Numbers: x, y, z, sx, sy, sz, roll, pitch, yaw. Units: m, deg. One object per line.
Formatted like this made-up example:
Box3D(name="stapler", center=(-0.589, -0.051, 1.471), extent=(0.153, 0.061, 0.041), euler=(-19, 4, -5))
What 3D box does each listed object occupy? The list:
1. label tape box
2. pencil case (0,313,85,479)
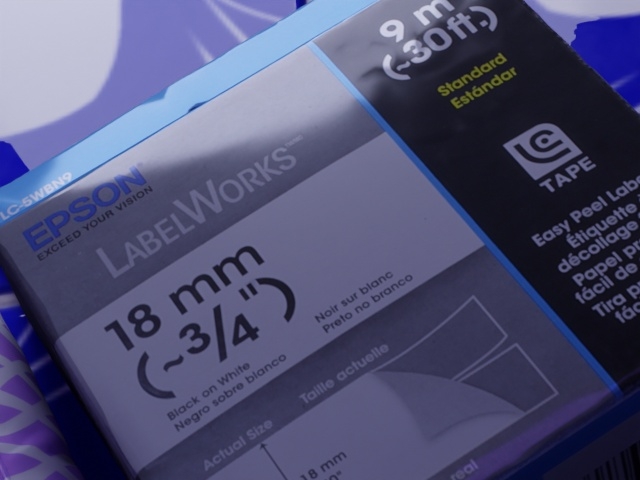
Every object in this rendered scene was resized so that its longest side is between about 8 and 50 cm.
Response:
Box3D(name="label tape box", center=(0.000, 0.000, 0.780), extent=(0.241, 0.106, 0.333), euler=(-32, 53, -9))
Box3D(name="pencil case", center=(-0.140, 0.099, 0.758), extent=(0.086, 0.088, 0.206), euler=(-29, 52, -9))
